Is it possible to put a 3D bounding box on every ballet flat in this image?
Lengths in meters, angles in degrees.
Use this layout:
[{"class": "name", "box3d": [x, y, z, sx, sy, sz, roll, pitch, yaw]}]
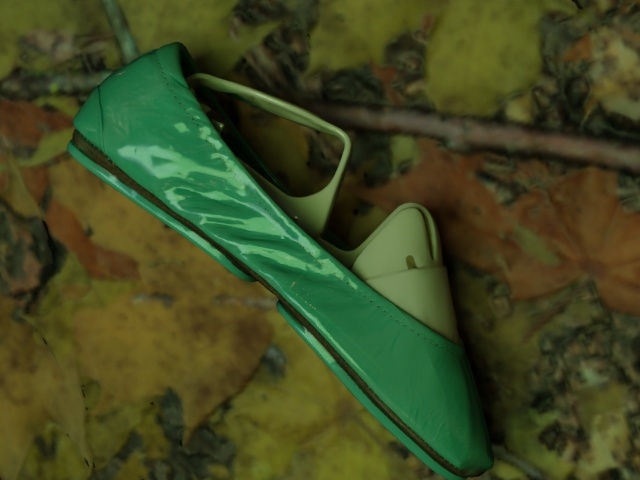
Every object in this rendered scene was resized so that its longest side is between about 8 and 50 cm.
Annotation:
[{"class": "ballet flat", "box3d": [0.000, 0.000, 0.723, 0.247, 0.083, 0.087, 41, 97, 6]}]
